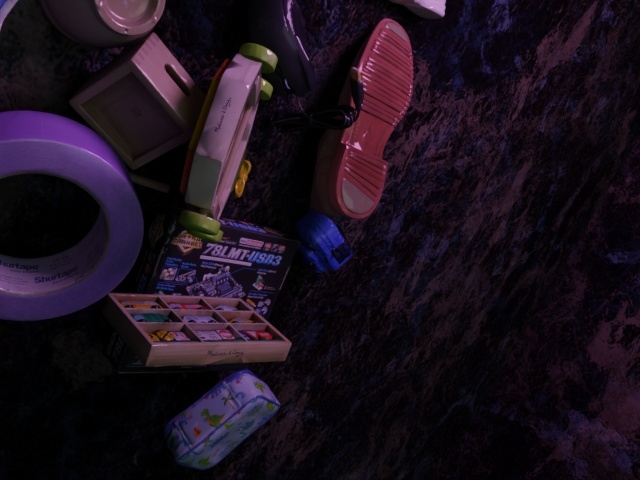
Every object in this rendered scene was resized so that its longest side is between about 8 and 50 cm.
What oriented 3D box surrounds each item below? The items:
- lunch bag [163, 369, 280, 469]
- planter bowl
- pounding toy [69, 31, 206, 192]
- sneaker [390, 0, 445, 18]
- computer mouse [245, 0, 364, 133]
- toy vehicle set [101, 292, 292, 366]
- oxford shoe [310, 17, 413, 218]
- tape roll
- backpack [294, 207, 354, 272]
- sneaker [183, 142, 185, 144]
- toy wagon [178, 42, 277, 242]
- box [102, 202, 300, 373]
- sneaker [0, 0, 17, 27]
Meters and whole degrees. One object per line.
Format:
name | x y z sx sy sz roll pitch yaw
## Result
lunch bag | -0.197 0.366 1.272 0.219 0.090 0.176 -40 151 -2
planter bowl | -0.268 -0.324 0.811 0.162 0.109 0.162 -24 129 -34
pounding toy | -0.261 -0.161 0.899 0.181 0.205 0.094 51 33 -30
sneaker | 0.172 -0.496 1.183 0.212 0.080 0.094 4 99 -53
computer mouse | -0.027 -0.282 1.021 0.060 0.183 0.262 -66 153 -47
toy vehicle set | -0.195 0.141 1.013 0.266 0.166 0.035 8 107 -45
oxford shoe | 0.063 -0.234 1.193 0.140 0.146 0.397 26 76 -33
tape roll | -0.381 -0.027 0.832 0.274 0.090 0.275 -13 128 -18
backpack | 0.000 0.000 1.279 0.101 0.098 0.120 -42 137 -14
sneaker | -0.229 -0.216 0.957 0.061 0.053 0.152 -40 135 -25
toy wagon | -0.144 -0.131 0.958 0.068 0.344 0.268 19 82 -5
box | -0.209 0.099 1.150 0.295 0.073 0.294 11 104 -47
sneaker | -0.410 -0.282 0.730 0.152 0.058 0.084 -60 145 -5
